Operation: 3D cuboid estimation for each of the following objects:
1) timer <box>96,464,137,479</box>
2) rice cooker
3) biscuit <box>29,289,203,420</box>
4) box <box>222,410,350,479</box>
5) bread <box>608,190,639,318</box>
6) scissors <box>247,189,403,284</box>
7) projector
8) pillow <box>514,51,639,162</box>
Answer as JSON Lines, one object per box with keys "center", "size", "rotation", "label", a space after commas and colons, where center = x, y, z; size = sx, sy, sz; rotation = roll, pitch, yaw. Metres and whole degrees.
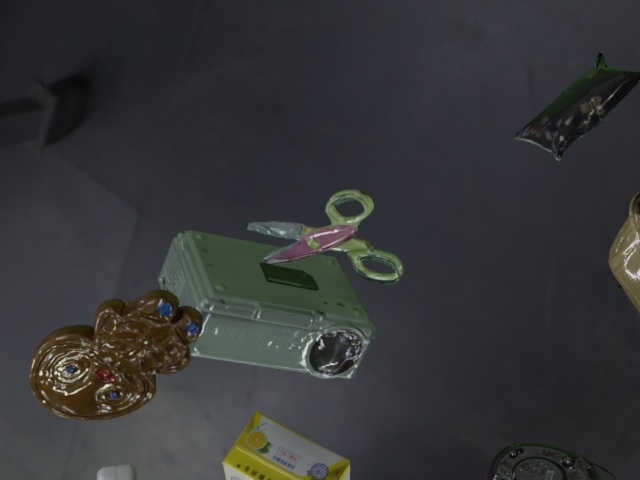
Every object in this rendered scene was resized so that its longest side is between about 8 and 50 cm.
{"center": [-0.271, 0.455, 1.727], "size": [0.178, 0.078, 0.253], "rotation": [108, 155, -65], "label": "timer"}
{"center": [0.347, 0.381, 1.853], "size": [0.203, 0.142, 0.118], "rotation": [8, 149, 27], "label": "rice cooker"}
{"center": [-0.187, 0.108, 1.112], "size": [0.175, 0.026, 0.124], "rotation": [-37, 129, 20], "label": "biscuit"}
{"center": [-0.046, 0.383, 1.811], "size": [0.168, 0.097, 0.265], "rotation": [25, 148, 20], "label": "box"}
{"center": [0.386, 0.032, 1.164], "size": [0.224, 0.142, 0.212], "rotation": [57, 150, 11], "label": "bread"}
{"center": [0.000, 0.000, 1.416], "size": [0.187, 0.020, 0.133], "rotation": [-3, 126, 35], "label": "scissors"}
{"center": [-0.070, 0.082, 1.630], "size": [0.257, 0.192, 0.099], "rotation": [12, 118, -25], "label": "projector"}
{"center": [0.307, -0.157, 1.445], "size": [0.048, 0.150, 0.090], "rotation": [48, 175, -16], "label": "pillow"}
